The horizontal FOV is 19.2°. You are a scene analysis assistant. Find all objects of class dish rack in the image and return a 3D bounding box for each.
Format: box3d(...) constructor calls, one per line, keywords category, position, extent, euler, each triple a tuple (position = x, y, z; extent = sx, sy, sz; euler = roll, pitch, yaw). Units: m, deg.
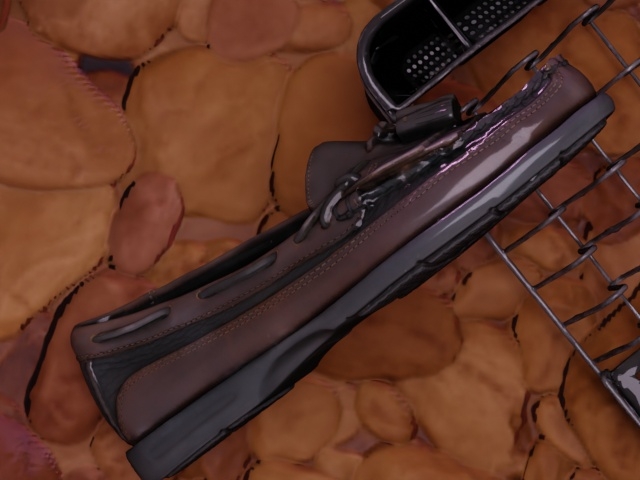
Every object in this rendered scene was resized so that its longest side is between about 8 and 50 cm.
box3d(category="dish rack", position=(0.167, -0.039, 0.889), extent=(0.208, 0.074, 0.271), euler=(-38, 87, -10))

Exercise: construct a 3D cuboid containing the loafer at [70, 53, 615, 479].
box3d(category="loafer", position=(0.000, 0.000, 0.812), extent=(0.267, 0.096, 0.084), euler=(-40, 85, 16))
